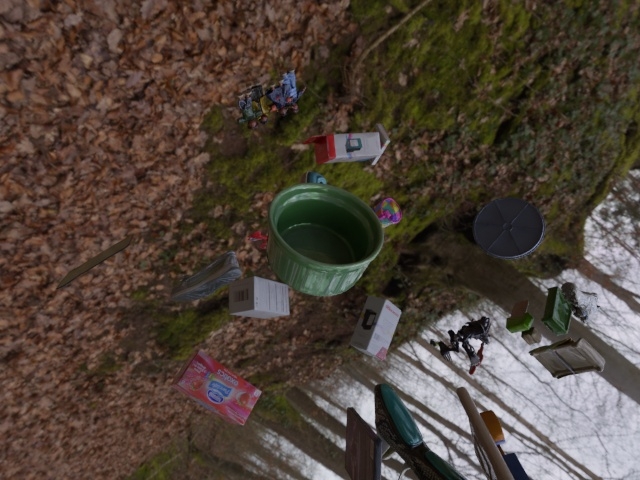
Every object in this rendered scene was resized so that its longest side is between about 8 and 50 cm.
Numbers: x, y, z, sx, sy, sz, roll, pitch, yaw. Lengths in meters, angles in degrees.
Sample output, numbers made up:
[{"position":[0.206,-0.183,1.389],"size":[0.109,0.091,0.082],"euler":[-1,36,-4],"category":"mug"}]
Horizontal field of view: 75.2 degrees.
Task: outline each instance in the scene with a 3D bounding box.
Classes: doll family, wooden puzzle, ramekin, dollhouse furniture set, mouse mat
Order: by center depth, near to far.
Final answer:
[{"position":[-0.117,-0.333,1.000],"size":[0.193,0.111,0.076],"euler":[-21,-135,-7],"category":"doll family"},{"position":[-0.549,0.048,1.024],"size":[0.189,0.007,0.152],"euler":[-35,-159,-10],"category":"mouse mat"},{"position":[0.000,0.000,1.099],"size":[0.303,0.303,0.148],"euler":[-58,171,-46],"category":"ramekin"},{"position":[0.496,0.623,1.140],"size":[0.080,0.348,0.322],"euler":[-21,-156,6],"category":"wooden puzzle"},{"position":[0.866,0.345,1.528],"size":[0.197,0.301,0.151],"euler":[-37,-168,51],"category":"dollhouse furniture set"}]

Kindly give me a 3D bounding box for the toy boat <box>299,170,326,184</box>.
[{"position":[-0.041,-0.214,1.989],"size":[0.148,0.268,0.318],"euler":[-11,175,28],"category":"toy boat"}]

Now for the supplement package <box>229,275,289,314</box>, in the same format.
[{"position":[-0.192,0.185,1.322],"size":[0.105,0.179,0.105],"euler":[-15,-111,27],"category":"supplement package"}]

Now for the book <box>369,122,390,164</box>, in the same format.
[{"position":[0.230,-0.397,1.716],"size":[0.035,0.096,0.144],"euler":[-8,154,-26],"category":"book"}]

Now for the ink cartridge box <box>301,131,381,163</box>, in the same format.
[{"position":[0.066,-0.303,1.370],"size":[0.231,0.078,0.134],"euler":[-7,-176,-17],"category":"ink cartridge box"}]

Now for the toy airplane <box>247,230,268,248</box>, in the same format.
[{"position":[-0.175,-0.005,1.361],"size":[0.151,0.151,0.028],"euler":[140,-53,-62],"category":"toy airplane"}]

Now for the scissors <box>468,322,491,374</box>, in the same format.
[{"position":[0.728,0.493,1.897],"size":[0.297,0.021,0.109],"euler":[-44,156,-51],"category":"scissors"}]

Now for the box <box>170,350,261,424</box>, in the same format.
[{"position":[-0.406,0.574,1.613],"size":[0.154,0.300,0.142],"euler":[-32,-158,54],"category":"box"}]

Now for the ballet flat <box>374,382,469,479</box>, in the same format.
[{"position":[0.289,0.689,1.309],"size":[0.182,0.483,0.164],"euler":[-53,143,10],"category":"ballet flat"}]

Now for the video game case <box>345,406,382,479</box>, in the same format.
[{"position":[0.121,0.634,1.223],"size":[0.274,0.026,0.196],"euler":[161,-69,-78],"category":"video game case"}]

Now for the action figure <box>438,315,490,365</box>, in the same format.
[{"position":[0.580,0.385,1.599],"size":[0.164,0.141,0.276],"euler":[-36,169,-29],"category":"action figure"}]

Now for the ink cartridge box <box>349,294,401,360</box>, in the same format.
[{"position":[0.183,0.285,1.361],"size":[0.072,0.127,0.175],"euler":[10,-111,41],"category":"ink cartridge box"}]

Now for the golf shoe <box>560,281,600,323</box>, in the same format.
[{"position":[0.821,0.177,1.307],"size":[0.086,0.176,0.069],"euler":[-37,-150,6],"category":"golf shoe"}]

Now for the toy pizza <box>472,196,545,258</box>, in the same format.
[{"position":[0.571,-0.036,1.268],"size":[0.201,0.201,0.032],"euler":[-52,149,0],"category":"toy pizza"}]

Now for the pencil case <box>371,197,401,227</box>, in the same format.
[{"position":[0.183,-0.065,1.500],"size":[0.236,0.104,0.104],"euler":[-34,-163,49],"category":"pencil case"}]

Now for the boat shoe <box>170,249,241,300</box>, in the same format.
[{"position":[-0.459,0.150,1.642],"size":[0.320,0.103,0.118],"euler":[-29,154,17],"category":"boat shoe"}]

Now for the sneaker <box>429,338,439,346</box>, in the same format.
[{"position":[0.611,0.547,2.188],"size":[0.031,0.083,0.035],"euler":[118,-4,-73],"category":"sneaker"}]
